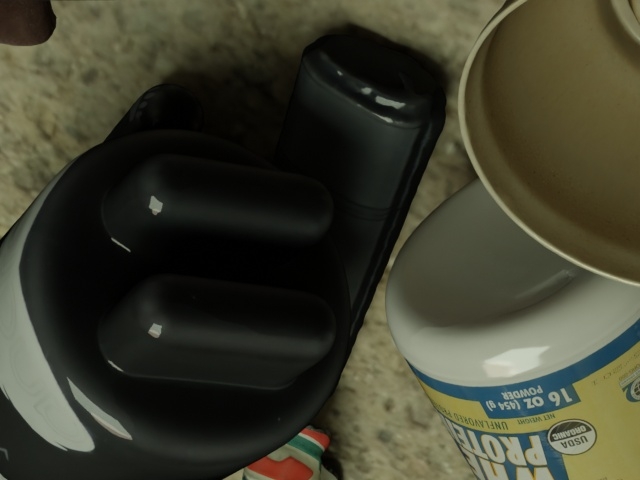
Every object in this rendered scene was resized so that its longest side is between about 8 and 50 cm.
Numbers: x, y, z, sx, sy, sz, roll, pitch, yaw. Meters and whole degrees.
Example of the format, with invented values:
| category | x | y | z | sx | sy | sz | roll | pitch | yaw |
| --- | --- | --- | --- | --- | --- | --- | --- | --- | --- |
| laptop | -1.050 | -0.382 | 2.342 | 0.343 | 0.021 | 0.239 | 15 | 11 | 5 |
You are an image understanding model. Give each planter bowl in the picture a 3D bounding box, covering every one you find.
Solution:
| category | x | y | z | sx | sy | sz | roll | pitch | yaw |
| --- | --- | --- | --- | --- | --- | --- | --- | --- | --- |
| planter bowl | 0.149 | -0.072 | 0.662 | 0.162 | 0.109 | 0.162 | 16 | 138 | 15 |

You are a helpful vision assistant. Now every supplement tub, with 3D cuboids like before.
| category | x | y | z | sx | sy | sz | roll | pitch | yaw |
| --- | --- | --- | --- | --- | --- | --- | --- | --- | --- |
| supplement tub | 0.133 | 0.071 | 0.796 | 0.144 | 0.144 | 0.199 | -7 | 129 | 35 |

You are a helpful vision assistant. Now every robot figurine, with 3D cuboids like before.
| category | x | y | z | sx | sy | sz | roll | pitch | yaw |
| --- | --- | --- | --- | --- | --- | --- | --- | --- | --- |
| robot figurine | -0.089 | 0.048 | 0.829 | 0.173 | 0.209 | 0.278 | 44 | 147 | -6 |

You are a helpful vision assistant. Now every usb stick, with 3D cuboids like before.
| category | x | y | z | sx | sy | sz | roll | pitch | yaw |
| --- | --- | --- | --- | --- | --- | --- | --- | --- | --- |
| usb stick | 0.000 | 0.000 | 0.873 | 0.077 | 0.045 | 0.278 | 26 | 141 | 6 |

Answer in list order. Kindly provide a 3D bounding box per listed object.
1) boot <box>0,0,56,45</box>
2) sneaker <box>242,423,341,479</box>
| category | x | y | z | sx | sy | sz | roll | pitch | yaw |
| --- | --- | --- | --- | --- | --- | --- | --- | --- | --- |
| boot | -0.240 | -0.193 | 0.759 | 0.248 | 0.090 | 0.207 | 18 | 142 | 6 |
| sneaker | -0.026 | 0.164 | 1.016 | 0.057 | 0.075 | 0.161 | 20 | 157 | 11 |
